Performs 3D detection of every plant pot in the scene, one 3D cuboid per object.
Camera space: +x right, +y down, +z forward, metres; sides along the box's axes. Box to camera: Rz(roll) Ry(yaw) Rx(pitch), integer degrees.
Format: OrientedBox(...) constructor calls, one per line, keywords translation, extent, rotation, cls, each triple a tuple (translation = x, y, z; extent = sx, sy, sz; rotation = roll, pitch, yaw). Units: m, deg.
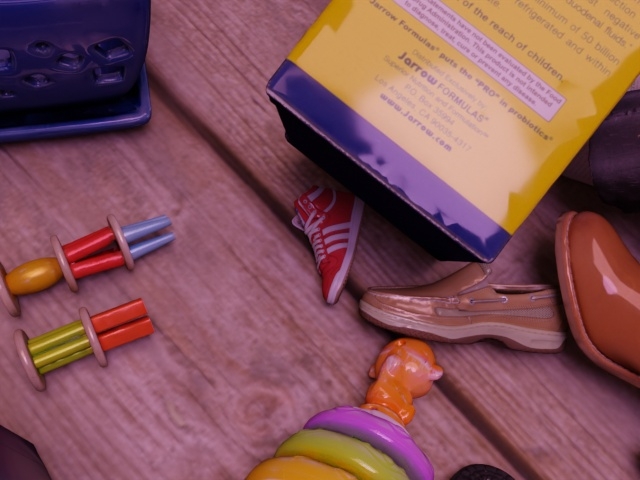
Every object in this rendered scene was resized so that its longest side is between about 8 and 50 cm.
OrientedBox(translation=(-0.270, -0.219, 0.579), extent=(0.235, 0.212, 0.236), rotation=(-9, 65, -12), cls="plant pot")

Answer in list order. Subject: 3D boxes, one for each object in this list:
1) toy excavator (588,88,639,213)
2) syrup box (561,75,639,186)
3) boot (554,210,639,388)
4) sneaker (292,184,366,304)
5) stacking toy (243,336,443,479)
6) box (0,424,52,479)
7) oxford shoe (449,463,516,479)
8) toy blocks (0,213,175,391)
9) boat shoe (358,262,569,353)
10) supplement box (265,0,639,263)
OrientedBox(translation=(0.504, -0.134, 0.606), extent=(0.433, 0.222, 0.445), rotation=(39, 71, -29), cls="toy excavator")
OrientedBox(translation=(0.214, -0.146, 0.677), extent=(0.236, 0.096, 0.093), rotation=(20, 63, 1), cls="syrup box")
OrientedBox(translation=(0.323, 0.068, 0.497), extent=(0.109, 0.220, 0.284), rotation=(-4, 68, -45), cls="boot")
OrientedBox(translation=(0.000, 0.000, 0.604), extent=(0.067, 0.042, 0.119), rotation=(17, 55, -4), cls="sneaker")
OrientedBox(translation=(0.016, 0.181, 0.471), extent=(0.175, 0.166, 0.302), rotation=(-7, 33, 36), cls="stacking toy")
OrientedBox(translation=(-0.194, 0.241, 0.314), extent=(0.182, 0.296, 0.294), rotation=(-30, 72, -20), cls="box")
OrientedBox(translation=(0.107, 0.270, 0.469), extent=(0.082, 0.096, 0.227), rotation=(9, 44, 11), cls="oxford shoe")
OrientedBox(translation=(-0.181, 0.041, 0.551), extent=(0.148, 0.054, 0.123), rotation=(-23, 68, -18), cls="toy blocks")
OrientedBox(translation=(0.128, 0.048, 0.574), extent=(0.189, 0.068, 0.072), rotation=(7, 102, -13), cls="boat shoe")
OrientedBox(translation=(0.146, -0.178, 0.523), extent=(0.195, 0.194, 0.357), rotation=(39, 89, 2), cls="supplement box")
